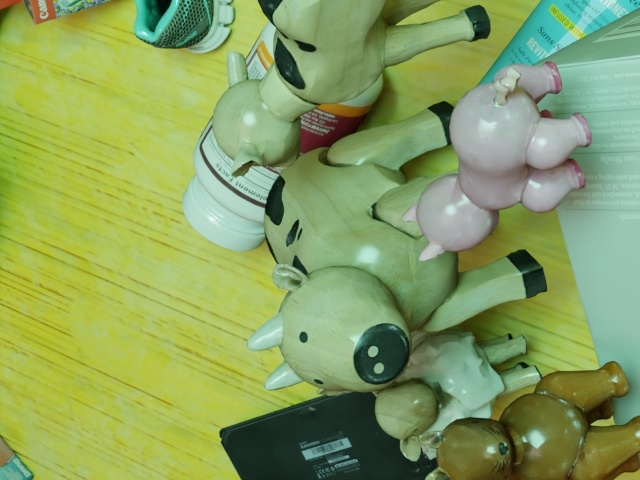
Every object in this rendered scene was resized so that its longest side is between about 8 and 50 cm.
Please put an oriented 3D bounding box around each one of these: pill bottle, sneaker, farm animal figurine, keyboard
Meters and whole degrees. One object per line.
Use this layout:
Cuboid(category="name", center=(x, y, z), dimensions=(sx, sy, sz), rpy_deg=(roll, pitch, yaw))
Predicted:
Cuboid(category="pill bottle", center=(-0.030, -0.068, 0.928), dimensions=(0.086, 0.086, 0.152), rpy_deg=(44, 124, 14))
Cuboid(category="sneaker", center=(-0.102, -0.204, 0.937), dimensions=(0.065, 0.076, 0.166), rpy_deg=(-2, 104, 32))
Cuboid(category="farm animal figurine", center=(0.029, -0.004, 0.767), dimensions=(0.172, 0.327, 0.330), rpy_deg=(-20, 96, -6))
Cuboid(category="keyboard", center=(0.016, 0.159, 1.007), dimensions=(0.180, 0.023, 0.108), rpy_deg=(-22, 99, 37))

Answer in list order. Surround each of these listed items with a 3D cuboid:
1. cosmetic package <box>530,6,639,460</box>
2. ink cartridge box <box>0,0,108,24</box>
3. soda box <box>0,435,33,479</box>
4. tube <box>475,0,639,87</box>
Cuboid(category="cosmetic package", center=(0.204, -0.003, 0.743), dimensions=(0.107, 0.127, 0.238), rpy_deg=(-2, 114, 51))
Cuboid(category="ink cartridge box", center=(-0.185, -0.183, 0.966), dimensions=(0.063, 0.115, 0.029), rpy_deg=(89, 155, -53))
Cuboid(category="soda box", center=(-0.332, 0.163, 1.214), dimensions=(0.183, 0.058, 0.063), rpy_deg=(46, 124, 11))
Cuboid(category="tube", center=(0.166, -0.140, 0.807), dimensions=(0.080, 0.052, 0.207), rpy_deg=(41, 118, 5))
